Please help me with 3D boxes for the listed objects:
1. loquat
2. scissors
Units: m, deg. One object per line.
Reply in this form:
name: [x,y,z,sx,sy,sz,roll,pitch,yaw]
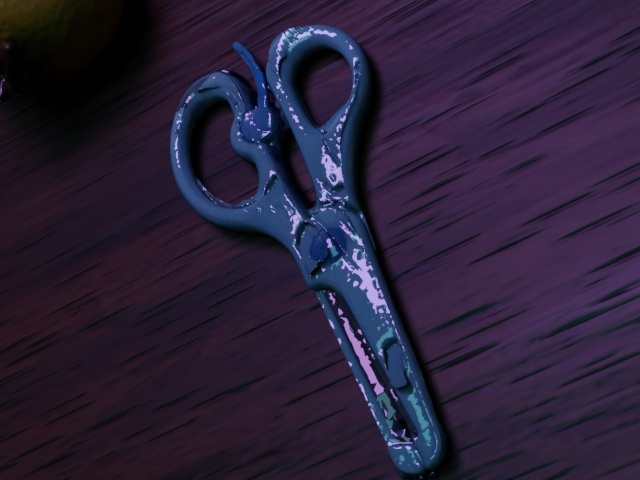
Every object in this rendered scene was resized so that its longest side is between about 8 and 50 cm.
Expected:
loquat: [-0.245,-0.209,1.214,0.172,0.149,0.204,-17,41,32]
scissors: [0.000,0.000,1.054,0.180,0.032,0.393,-34,58,18]
